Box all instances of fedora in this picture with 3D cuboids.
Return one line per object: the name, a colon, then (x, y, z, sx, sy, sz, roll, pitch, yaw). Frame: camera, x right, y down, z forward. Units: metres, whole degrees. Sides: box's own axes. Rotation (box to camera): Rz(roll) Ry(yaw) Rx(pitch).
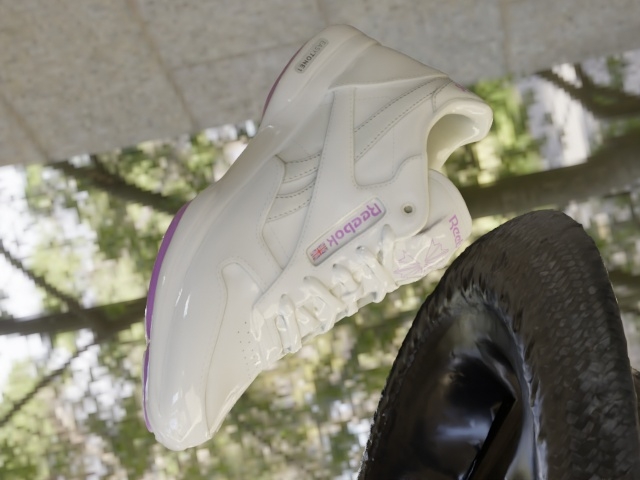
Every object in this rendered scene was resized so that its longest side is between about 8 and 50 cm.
fedora: (0.103, 0.157, 0.544, 0.334, 0.153, 0.334, -166, 90, -80)

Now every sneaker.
sneaker: (0.000, 0.000, 0.906, 0.305, 0.152, 0.114, -60, -18, -23)
